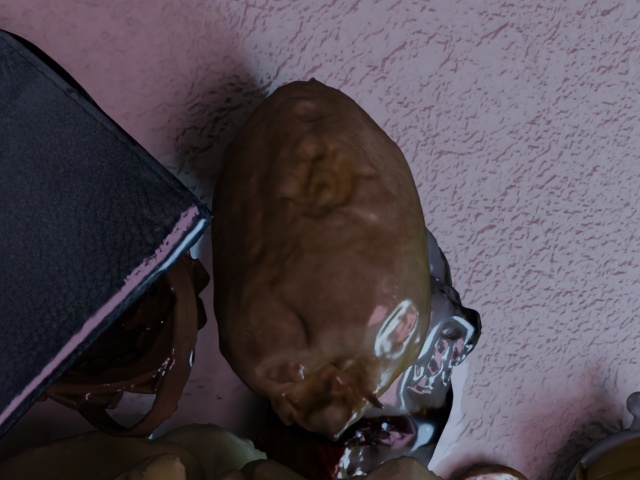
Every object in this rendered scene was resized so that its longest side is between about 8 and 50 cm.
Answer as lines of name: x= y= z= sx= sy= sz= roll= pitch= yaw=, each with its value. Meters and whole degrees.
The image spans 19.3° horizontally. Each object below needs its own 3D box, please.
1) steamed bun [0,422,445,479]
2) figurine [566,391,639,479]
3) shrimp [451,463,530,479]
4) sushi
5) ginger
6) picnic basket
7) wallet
steamed bun: x=-0.095 y=0.231 z=1.156 sx=0.325 sy=0.372 sz=0.230 roll=-50 pitch=125 yaw=-40
figurine: x=0.293 y=0.266 z=1.605 sx=0.194 sy=0.133 sz=0.274 roll=-23 pitch=127 yaw=20
shrimp: x=0.120 y=0.295 z=1.527 sx=0.133 sy=0.053 sz=0.236 roll=-1 pitch=103 yaw=-40
sushi: x=0.031 y=0.125 z=1.347 sx=0.130 sy=0.124 sz=0.332 roll=8 pitch=99 yaw=-32
ginger: x=0.000 y=0.000 z=1.199 sx=0.138 sy=0.267 sz=0.152 roll=-8 pitch=135 yaw=6
picnic basket: x=-0.128 y=0.048 z=1.158 sx=0.138 sy=0.178 sz=0.128 roll=1 pitch=106 yaw=-38
wallet: x=-0.249 y=0.060 z=1.074 sx=0.379 sy=0.191 sz=0.046 roll=-47 pitch=166 yaw=-10
